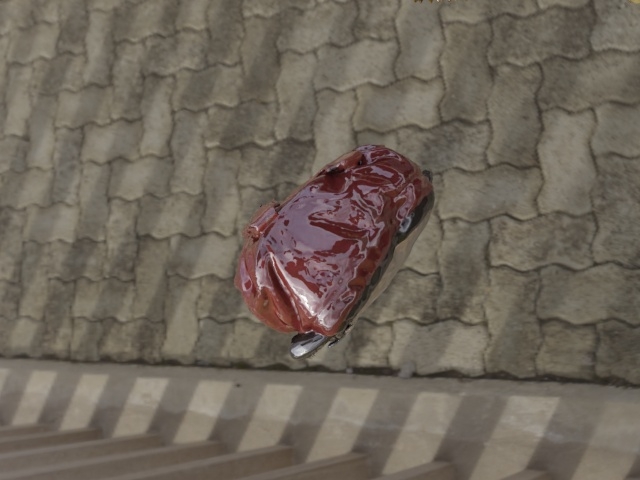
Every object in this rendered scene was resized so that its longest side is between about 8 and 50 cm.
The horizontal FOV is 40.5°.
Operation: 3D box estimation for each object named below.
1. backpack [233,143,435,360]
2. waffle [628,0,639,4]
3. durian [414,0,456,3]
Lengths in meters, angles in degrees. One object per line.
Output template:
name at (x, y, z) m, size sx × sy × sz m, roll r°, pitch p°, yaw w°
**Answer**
backpack at (0.002, 0.002, 0.834) m, size 0.139 × 0.229 × 0.229 m, roll 40°, pitch 109°, yaw -6°
waffle at (0.248, -0.287, 0.383) m, size 0.114 × 0.261 × 0.376 m, roll 25°, pitch 107°, yaw -3°
durian at (0.090, -0.262, 0.648) m, size 0.158 × 0.137 × 0.168 m, roll -18°, pitch 103°, yaw 33°
